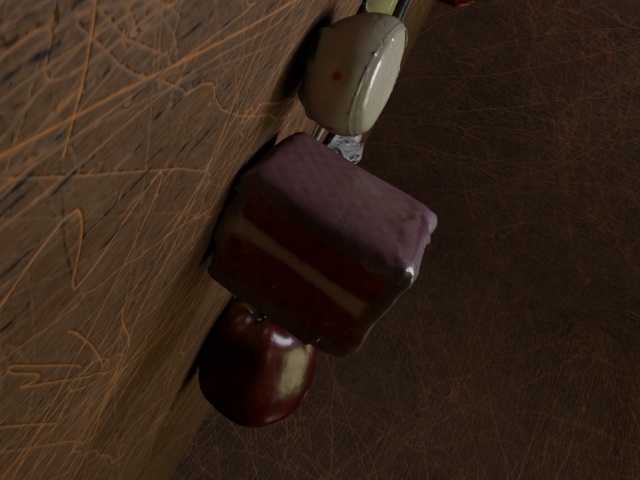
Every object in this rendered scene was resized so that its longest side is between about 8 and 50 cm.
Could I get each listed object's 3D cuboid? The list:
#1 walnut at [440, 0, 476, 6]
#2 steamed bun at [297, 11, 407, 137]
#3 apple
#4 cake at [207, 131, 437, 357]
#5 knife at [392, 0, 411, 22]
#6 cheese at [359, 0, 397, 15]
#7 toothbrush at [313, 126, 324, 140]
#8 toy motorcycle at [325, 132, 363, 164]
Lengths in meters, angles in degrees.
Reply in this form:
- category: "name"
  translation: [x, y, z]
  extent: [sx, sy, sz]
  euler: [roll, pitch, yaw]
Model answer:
- category: "walnut"
  translation: [0.322, -0.665, 1.696]
  extent: [0.244, 0.221, 0.269]
  euler: [-24, -165, 36]
- category: "steamed bun"
  translation: [0.042, -0.256, 1.101]
  extent: [0.228, 0.131, 0.177]
  euler: [-58, 165, -45]
- category: "apple"
  translation: [-0.147, 0.291, 1.780]
  extent: [0.288, 0.288, 0.316]
  euler: [-58, 166, -62]
- category: "cake"
  translation: [0.000, 0.000, 1.171]
  extent: [0.237, 0.309, 0.230]
  euler: [-59, 175, 31]
- category: "knife"
  translation: [0.224, -0.612, 1.914]
  extent: [0.123, 0.053, 0.278]
  euler: [-53, 172, -44]
- category: "cheese"
  translation: [0.114, -0.450, 1.467]
  extent: [0.127, 0.050, 0.255]
  euler: [-63, 179, -3]
- category: "toothbrush"
  translation: [0.020, -0.294, 1.590]
  extent: [0.304, 0.030, 0.030]
  euler: [-60, 179, 33]
- category: "toy motorcycle"
  translation: [0.058, -0.241, 1.974]
  extent: [0.254, 0.112, 0.112]
  euler: [-57, 175, -50]
